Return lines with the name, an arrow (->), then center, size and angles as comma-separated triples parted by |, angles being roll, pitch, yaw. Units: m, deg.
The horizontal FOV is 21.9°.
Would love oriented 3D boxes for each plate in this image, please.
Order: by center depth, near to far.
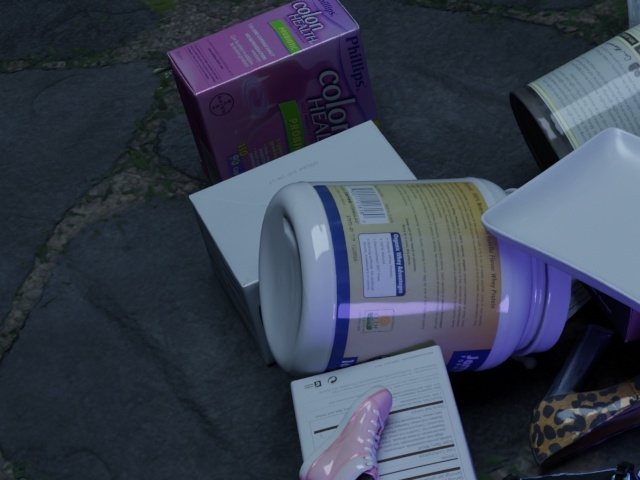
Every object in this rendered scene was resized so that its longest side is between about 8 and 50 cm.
plate -> 0.359, -0.008, 1.818 | 0.278, 0.045, 0.277 | 30, 43, 29

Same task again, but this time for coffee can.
coffee can -> 0.407, -0.166, 2.095 | 0.275, 0.201, 0.201 | -29, 44, 1

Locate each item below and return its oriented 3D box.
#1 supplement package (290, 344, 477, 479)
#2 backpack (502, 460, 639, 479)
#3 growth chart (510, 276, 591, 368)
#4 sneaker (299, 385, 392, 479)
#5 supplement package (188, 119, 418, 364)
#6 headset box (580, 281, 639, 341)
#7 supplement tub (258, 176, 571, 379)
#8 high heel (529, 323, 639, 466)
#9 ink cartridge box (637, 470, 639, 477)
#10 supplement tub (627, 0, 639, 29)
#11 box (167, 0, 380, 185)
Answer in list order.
supplement package -> 0.086, 0.290, 1.758 | 0.175, 0.177, 0.293 | -14, 43, 2
backpack -> 0.270, 0.330, 1.712 | 0.158, 0.117, 0.173 | -8, 43, 6
growth chart -> 0.265, 0.055, 2.072 | 0.172, 0.021, 0.237 | 25, 55, 35
sneaker -> 0.046, 0.212, 1.684 | 0.070, 0.051, 0.134 | 26, 61, 35
supplement package -> 0.000, 0.000, 2.106 | 0.262, 0.145, 0.204 | -24, 43, -9
headset box -> 0.422, 0.003, 1.951 | 0.293, 0.110, 0.218 | -7, 34, -17
supplement tub -> 0.105, 0.041, 1.899 | 0.316, 0.228, 0.228 | -2, 40, -16
high heel -> 0.371, 0.209, 1.847 | 0.261, 0.093, 0.186 | 18, 61, 28
ink cartridge box -> 0.462, 0.196, 1.774 | 0.171, 0.056, 0.235 | 27, 92, 11
supplement tub -> 0.590, -0.332, 2.252 | 0.338, 0.207, 0.207 | -2, 44, 13
box -> -0.058, -0.192, 2.272 | 0.243, 0.213, 0.117 | -24, 43, -11
